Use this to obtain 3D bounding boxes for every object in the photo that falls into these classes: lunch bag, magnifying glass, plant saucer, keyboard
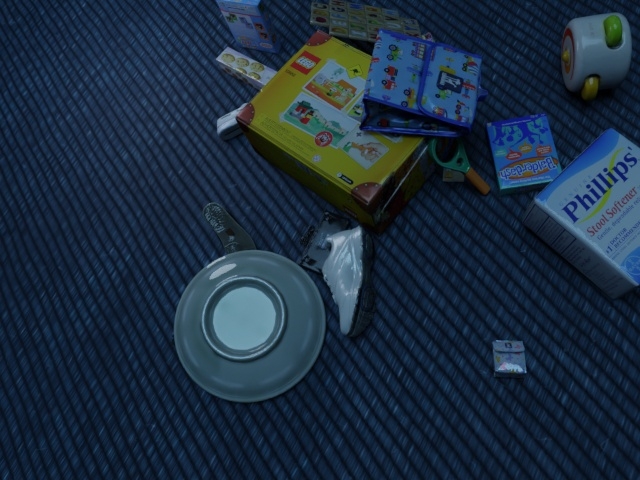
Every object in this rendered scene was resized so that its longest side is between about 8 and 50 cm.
[{"bbox_3d":[0.262,-0.373,1.356,0.293,0.138,0.220,11,67,5],"label":"lunch bag"},{"bbox_3d":[0.363,-0.196,1.412,0.092,0.231,0.026,-55,28,-6],"label":"magnifying glass"},{"bbox_3d":[-0.187,0.202,1.390,0.401,0.100,0.400,-1,70,4],"label":"plant saucer"},{"bbox_3d":[0.000,0.000,1.514,0.108,0.023,0.180,22,73,15],"label":"keyboard"},{"bbox_3d":[0.434,0.270,1.264,0.071,0.053,0.083,0,57,13],"label":"lunch bag"}]

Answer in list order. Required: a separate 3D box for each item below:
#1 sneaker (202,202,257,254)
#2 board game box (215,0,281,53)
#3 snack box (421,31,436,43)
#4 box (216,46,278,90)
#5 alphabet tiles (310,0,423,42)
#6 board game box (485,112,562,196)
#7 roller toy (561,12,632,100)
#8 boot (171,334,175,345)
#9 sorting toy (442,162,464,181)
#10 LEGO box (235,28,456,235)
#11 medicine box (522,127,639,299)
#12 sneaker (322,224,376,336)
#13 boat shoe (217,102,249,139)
[{"bbox_3d":[-0.242,-0.013,1.556,0.083,0.118,0.222,-33,92,1],"label":"sneaker"},{"bbox_3d":[-0.231,-0.705,1.783,0.160,0.211,0.039,17,71,20],"label":"board game box"},{"bbox_3d":[0.314,-0.562,1.677,0.100,0.037,0.141,-21,63,6],"label":"snack box"},{"bbox_3d":[-0.201,-0.534,1.781,0.324,0.063,0.067,34,79,25],"label":"box"},{"bbox_3d":[0.139,-0.670,1.680,0.343,0.011,0.285,8,42,-5],"label":"alphabet tiles"},{"bbox_3d":[0.540,-0.230,1.464,0.160,0.047,0.210,-9,66,10],"label":"board game box"},{"bbox_3d":[0.722,-0.494,1.459,0.146,0.209,0.191,-4,30,12],"label":"roller toy"},{"bbox_3d":[-0.335,0.264,1.467,0.121,0.045,0.099,34,77,31],"label":"boot"},{"bbox_3d":[0.380,-0.189,1.505,0.083,0.012,0.062,3,67,16],"label":"sorting toy"},{"bbox_3d":[0.075,-0.314,1.538,0.500,0.193,0.372,37,79,25],"label":"LEGO box"},{"bbox_3d":[0.681,-0.061,1.278,0.263,0.149,0.289,-43,72,-6],"label":"medicine box"},{"bbox_3d":[0.070,0.107,1.415,0.129,0.111,0.297,-10,60,25],"label":"sneaker"},{"bbox_3d":[-0.227,-0.396,1.714,0.226,0.083,0.075,-21,64,5],"label":"boat shoe"}]
